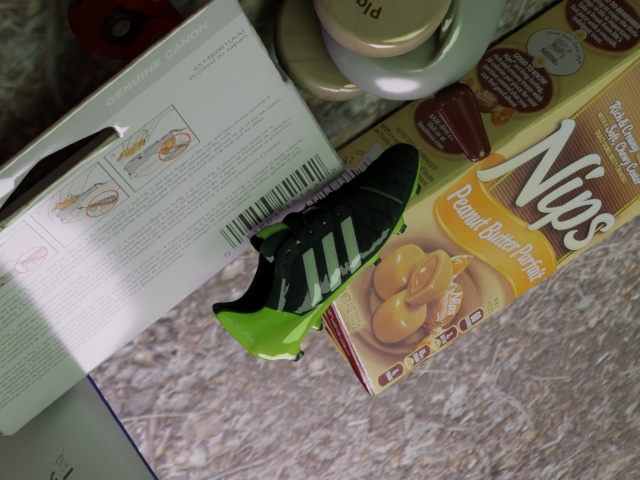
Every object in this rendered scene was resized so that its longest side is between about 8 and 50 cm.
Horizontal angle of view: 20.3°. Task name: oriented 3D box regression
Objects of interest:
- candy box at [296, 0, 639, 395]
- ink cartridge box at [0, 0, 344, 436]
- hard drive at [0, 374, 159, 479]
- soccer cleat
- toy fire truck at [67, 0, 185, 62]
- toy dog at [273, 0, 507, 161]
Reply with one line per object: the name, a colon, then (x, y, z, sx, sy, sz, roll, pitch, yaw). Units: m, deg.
candy box: (0.127, -0.040, 1.349, 0.316, 0.087, 0.183, -33, 143, -7)
ink cartridge box: (-0.146, -0.024, 1.117, 0.296, 0.066, 0.261, -38, 153, -2)
hard drive: (-0.168, 0.249, 1.199, 0.210, 0.319, 0.040, -50, 143, 15)
soccer cleat: (0.000, 0.000, 1.202, 0.072, 0.060, 0.179, 38, 88, -22)
toy fire truck: (-0.053, -0.184, 1.070, 0.135, 0.047, 0.192, 8, 124, -48)
toy dog: (0.126, -0.180, 1.109, 0.333, 0.161, 0.220, -41, -178, 10)
